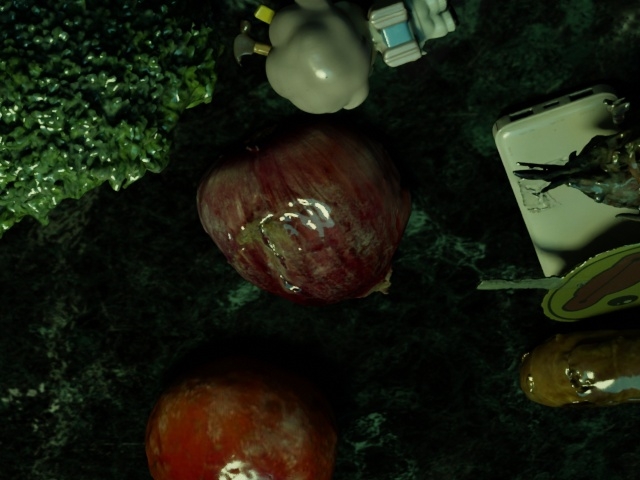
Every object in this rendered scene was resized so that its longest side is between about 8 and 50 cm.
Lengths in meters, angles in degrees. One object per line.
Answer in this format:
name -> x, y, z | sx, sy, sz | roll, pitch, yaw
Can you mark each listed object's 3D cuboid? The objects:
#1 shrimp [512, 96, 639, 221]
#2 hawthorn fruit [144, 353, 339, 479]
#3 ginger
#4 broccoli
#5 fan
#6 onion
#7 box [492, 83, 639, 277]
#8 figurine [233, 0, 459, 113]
shrimp -> 0.361, -0.107, 1.682 | 0.372, 0.172, 0.137 | 4, 154, -36
hawthorn fruit -> -0.093, 0.285, 1.947 | 0.241, 0.272, 0.242 | -7, 140, -6
ginger -> 0.390, 0.143, 1.925 | 0.309, 0.133, 0.107 | -11, 98, 14
broccoli -> -0.282, -0.161, 1.570 | 0.375, 0.302, 0.249 | -32, 109, -9
fan -> 0.326, 0.047, 1.837 | 0.335, 0.011, 0.229 | -1, 154, -24
onion -> 0.000, 0.000, 1.786 | 0.227, 0.120, 0.283 | -24, 130, 26
box -> 0.297, -0.050, 1.802 | 0.142, 0.044, 0.285 | -17, 131, 10
figurine -> 0.029, -0.199, 1.611 | 0.229, 0.112, 0.137 | -19, 127, 2
